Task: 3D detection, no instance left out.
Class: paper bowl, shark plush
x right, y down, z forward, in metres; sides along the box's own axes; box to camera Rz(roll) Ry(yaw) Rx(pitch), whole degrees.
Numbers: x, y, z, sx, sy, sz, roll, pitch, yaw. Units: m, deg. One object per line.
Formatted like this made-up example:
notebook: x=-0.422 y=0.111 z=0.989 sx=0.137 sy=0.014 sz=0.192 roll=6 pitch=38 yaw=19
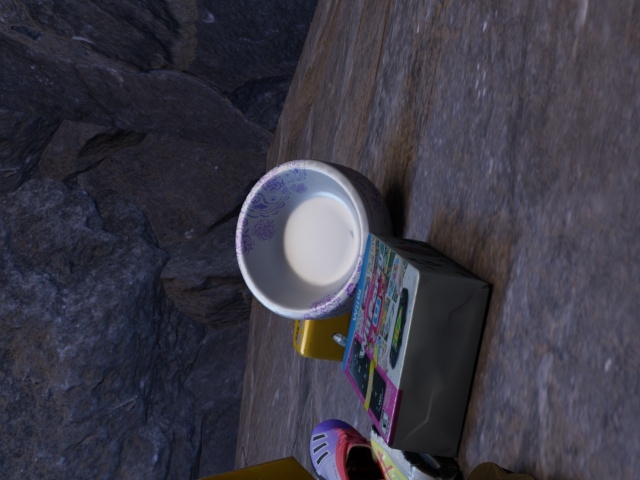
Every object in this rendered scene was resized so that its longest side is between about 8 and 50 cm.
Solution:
paper bowl: x=0.000 y=0.000 z=1.542 sx=0.148 sy=0.284 sz=0.284 roll=5 pitch=-86 yaw=-58
shark plush: x=0.087 y=0.196 z=1.484 sx=0.161 sy=0.073 sz=0.067 roll=11 pitch=113 yaw=60

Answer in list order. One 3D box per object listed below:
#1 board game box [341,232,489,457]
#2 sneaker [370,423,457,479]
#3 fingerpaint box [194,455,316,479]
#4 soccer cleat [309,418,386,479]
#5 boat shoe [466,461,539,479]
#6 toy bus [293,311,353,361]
board game box: x=0.118 y=0.125 z=1.158 sx=0.303 sy=0.098 sz=0.223 roll=-130 pitch=50 yaw=-78
sneaker: x=0.109 y=0.300 z=1.100 sx=0.208 sy=0.082 sz=0.094 roll=-139 pitch=55 yaw=-78
fingerpaint box: x=-0.035 y=0.529 z=0.916 sx=0.371 sy=0.163 sz=0.444 roll=34 pitch=115 yaw=41
soccer cleat: x=0.052 y=0.331 z=1.274 sx=0.318 sy=0.109 sz=0.116 roll=-124 pitch=31 yaw=-70
boat shoe: x=0.181 y=0.248 z=0.812 sx=0.056 sy=0.049 sz=0.152 roll=-60 pitch=7 yaw=-12
toy bus: x=0.024 y=0.062 z=1.699 sx=0.130 sy=0.108 sz=0.332 roll=-149 pitch=68 yaw=-79
